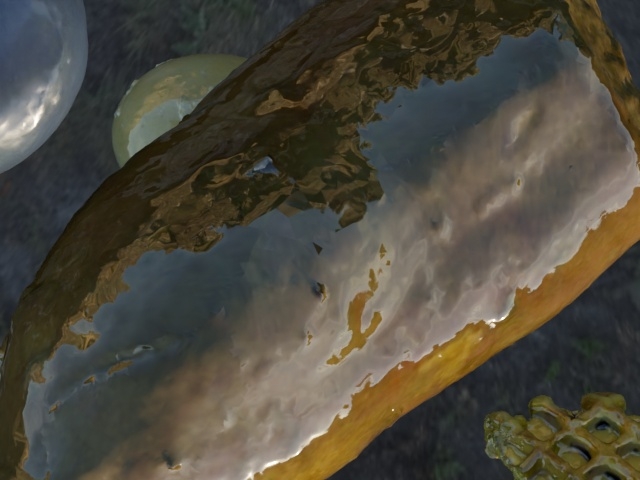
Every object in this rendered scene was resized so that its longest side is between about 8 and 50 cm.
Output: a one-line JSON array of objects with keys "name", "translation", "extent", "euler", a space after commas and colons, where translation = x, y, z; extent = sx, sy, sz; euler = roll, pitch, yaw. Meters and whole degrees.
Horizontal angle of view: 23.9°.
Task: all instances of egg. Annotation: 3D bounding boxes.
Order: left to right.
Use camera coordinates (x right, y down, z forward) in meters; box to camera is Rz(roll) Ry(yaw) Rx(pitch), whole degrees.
[{"name": "egg", "translation": [-0.090, -0.085, 1.337], "extent": [0.201, 0.164, 0.164], "euler": [10, 115, -41]}]

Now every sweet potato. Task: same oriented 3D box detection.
[{"name": "sweet potato", "translation": [0.000, 0.000, 0.574], "extent": [0.369, 0.158, 0.158], "euler": [-37, 106, -19]}]

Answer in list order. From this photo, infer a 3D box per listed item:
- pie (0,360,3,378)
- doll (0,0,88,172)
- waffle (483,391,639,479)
[{"name": "pie", "translation": [-0.290, 0.146, 1.716], "extent": [0.068, 0.282, 0.128], "euler": [39, 109, 22]}, {"name": "doll", "translation": [-0.196, -0.149, 0.773], "extent": [0.228, 0.154, 0.258], "euler": [-5, 87, 30]}, {"name": "waffle", "translation": [0.190, 0.171, 0.933], "extent": [0.160, 0.192, 0.046], "euler": [-2, 135, -2]}]
